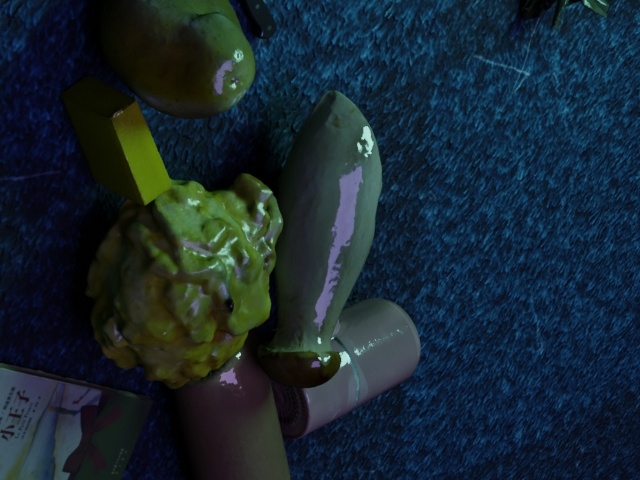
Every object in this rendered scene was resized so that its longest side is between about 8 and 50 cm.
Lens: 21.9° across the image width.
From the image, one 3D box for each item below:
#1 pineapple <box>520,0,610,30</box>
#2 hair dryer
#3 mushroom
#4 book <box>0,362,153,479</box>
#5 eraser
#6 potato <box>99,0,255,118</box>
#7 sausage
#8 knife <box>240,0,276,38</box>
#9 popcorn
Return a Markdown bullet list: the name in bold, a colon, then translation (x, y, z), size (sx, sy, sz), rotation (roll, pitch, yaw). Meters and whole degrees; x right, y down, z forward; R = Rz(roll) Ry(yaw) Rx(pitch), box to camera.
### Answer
- **pineapple**: translation (0.306, -0.403, 2.141), size (0.130, 0.119, 0.277), rotation (-54, 143, -38)
- **hair dryer**: translation (0.009, 0.055, 2.087), size (0.210, 0.125, 0.352), rotation (-24, 118, -36)
- **mushroom**: translation (0.000, 0.000, 1.944), size (0.128, 0.128, 0.350), rotation (11, 89, -47)
- **book**: translation (-0.331, 0.246, 1.902), size (0.289, 0.026, 0.201), rotation (18, 98, -48)
- **eraser**: translation (-0.220, -0.108, 1.782), size (0.045, 0.097, 0.122), rotation (-38, 131, -25)
- **potato**: translation (-0.141, -0.203, 1.742), size (0.157, 0.194, 0.157), rotation (-23, 130, -31)
- **sausage**: translation (-0.113, 0.218, 2.034), size (0.123, 0.123, 0.252), rotation (-31, 127, -30)
- **knife**: translation (-0.121, -0.304, 1.842), size (0.072, 0.019, 0.245), rotation (-45, 132, -13)
- **popcorn**: translation (-0.139, 0.043, 1.866), size (0.266, 0.192, 0.233), rotation (-50, 137, -8)
